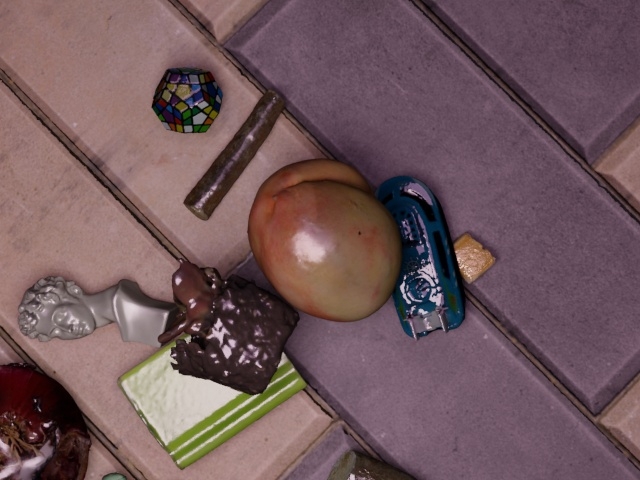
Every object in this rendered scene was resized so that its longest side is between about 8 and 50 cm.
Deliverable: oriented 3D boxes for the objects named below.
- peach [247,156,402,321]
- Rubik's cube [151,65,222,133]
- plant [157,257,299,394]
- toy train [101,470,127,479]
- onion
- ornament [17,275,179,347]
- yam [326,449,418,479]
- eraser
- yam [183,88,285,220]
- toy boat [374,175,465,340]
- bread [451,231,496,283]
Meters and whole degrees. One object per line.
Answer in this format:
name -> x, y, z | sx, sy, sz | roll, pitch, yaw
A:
peach -> 0.001, 0.000, 1.542 | 0.292, 0.292, 0.247 | 46, 110, 4
Rubik's cube -> -0.245, -0.259, 1.659 | 0.112, 0.133, 0.133 | -17, 84, 26
plant -> -0.162, 0.148, 1.502 | 0.234, 0.204, 0.178 | 24, 73, -8
toy train -> -0.322, 0.560, 1.598 | 0.189, 0.126, 0.308 | -1, 84, -32
onion -> -0.554, 0.366, 1.558 | 0.314, 0.232, 0.314 | 7, 68, -19
ornament -> -0.397, 0.126, 1.625 | 0.285, 0.130, 0.120 | 2, 93, -7
yam -> 0.105, 0.446, 1.605 | 0.183, 0.107, 0.107 | 23, 85, 0
eraser -> -0.192, 0.255, 1.625 | 0.274, 0.092, 0.210 | -36, 85, -5
yam -> -0.156, -0.160, 1.680 | 0.061, 0.061, 0.274 | 35, 85, 3
toy boat -> 0.171, 0.026, 1.634 | 0.134, 0.092, 0.299 | -17, 85, 15
bread -> 0.275, 0.032, 1.674 | 0.070, 0.035, 0.083 | -45, 80, -4
